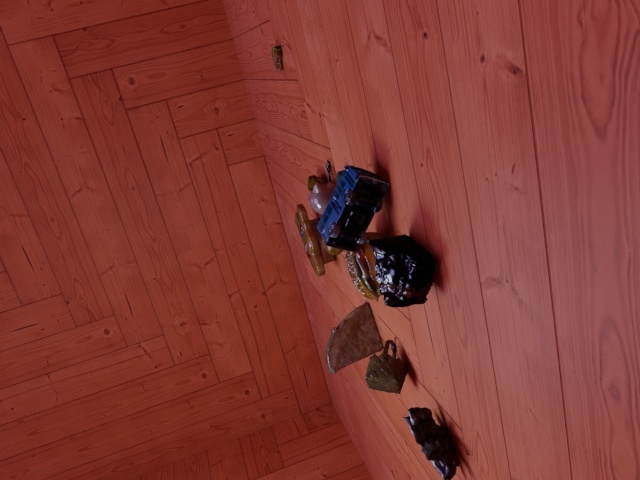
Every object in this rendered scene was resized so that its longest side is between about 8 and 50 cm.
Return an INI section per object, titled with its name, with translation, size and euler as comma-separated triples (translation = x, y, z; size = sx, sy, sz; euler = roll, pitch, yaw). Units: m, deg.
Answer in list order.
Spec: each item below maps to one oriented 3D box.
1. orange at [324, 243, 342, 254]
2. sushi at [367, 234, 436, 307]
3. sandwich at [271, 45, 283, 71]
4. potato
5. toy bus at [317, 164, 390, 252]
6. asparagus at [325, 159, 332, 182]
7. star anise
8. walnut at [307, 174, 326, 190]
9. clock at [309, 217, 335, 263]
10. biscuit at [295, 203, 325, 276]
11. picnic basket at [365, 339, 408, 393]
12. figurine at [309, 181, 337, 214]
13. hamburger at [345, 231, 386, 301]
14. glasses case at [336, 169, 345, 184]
[orange]
translation = 0.056, 0.023, 2.387
size = 0.085, 0.085, 0.085
euler = 162, 90, -79
[sushi]
translation = 0.214, 0.091, 1.485
size = 0.172, 0.153, 0.150
euler = 30, 119, 46
[sandwich]
translation = -0.178, -0.770, 2.399
size = 0.067, 0.029, 0.135
euler = 63, 166, 19
[potato]
translation = 0.098, 0.392, 2.302
size = 0.211, 0.264, 0.189
euler = 67, 160, -1
[toy bus]
translation = 0.090, -0.098, 1.648
size = 0.234, 0.116, 0.133
euler = -64, 28, 23
[asparagus]
translation = 0.045, -0.202, 2.208
size = 0.023, 0.022, 0.232
euler = 15, 127, 43
[star anise]
translation = 0.353, 0.621, 1.773
size = 0.236, 0.109, 0.223
euler = 57, -178, -17
[walnut]
translation = -0.005, -0.201, 2.343
size = 0.170, 0.069, 0.142
euler = -164, 58, -76
[clock]
translation = 0.000, 0.000, 2.636
size = 0.192, 0.071, 0.146
euler = -123, 18, -54
[biscuit]
translation = -0.054, 0.004, 2.601
size = 0.202, 0.047, 0.333
euler = 112, 139, -72
[picnic basket]
translation = 0.240, 0.435, 2.007
size = 0.128, 0.138, 0.178
euler = 74, -151, -42
[figurine]
translation = 0.021, -0.158, 2.162
size = 0.138, 0.125, 0.125
euler = 115, 137, -59
[hamburger]
translation = 0.152, 0.073, 1.779
size = 0.237, 0.148, 0.236
euler = 163, 90, -82
[glasses case]
translation = 0.105, -0.148, 1.943
size = 0.077, 0.040, 0.184
euler = 93, 156, -62
